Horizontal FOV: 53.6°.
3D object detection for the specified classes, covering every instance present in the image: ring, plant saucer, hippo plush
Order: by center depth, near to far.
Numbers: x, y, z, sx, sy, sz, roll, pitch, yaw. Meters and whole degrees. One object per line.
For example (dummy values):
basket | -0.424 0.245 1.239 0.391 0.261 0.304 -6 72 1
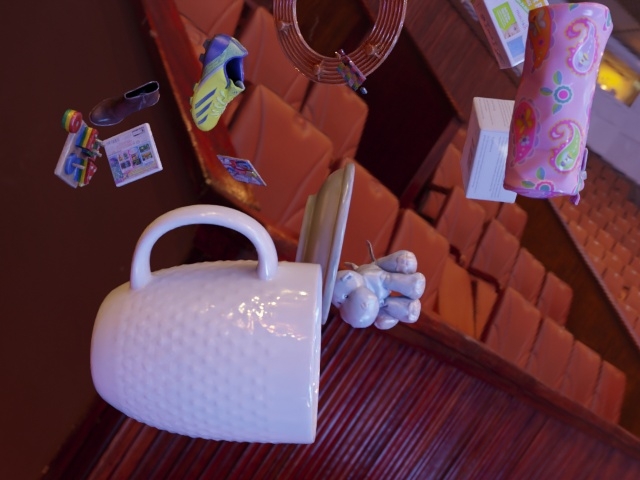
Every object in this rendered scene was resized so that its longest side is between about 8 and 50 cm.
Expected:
ring | 0.027 -0.502 1.349 0.336 0.337 0.032 35 28 24
plant saucer | 0.000 0.000 1.550 0.100 0.401 0.400 11 3 0
hippo plush | 0.142 0.123 1.812 0.236 0.234 0.294 -4 55 -50

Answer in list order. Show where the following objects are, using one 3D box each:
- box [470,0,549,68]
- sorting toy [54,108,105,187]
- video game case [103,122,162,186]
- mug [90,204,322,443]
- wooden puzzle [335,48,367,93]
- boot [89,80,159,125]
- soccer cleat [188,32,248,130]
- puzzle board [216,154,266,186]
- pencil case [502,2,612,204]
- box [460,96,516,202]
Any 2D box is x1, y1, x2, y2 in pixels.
box | 0.382 -0.464 1.271 0.203 0.114 0.103 62 8 -10
sorting toy | -0.526 -0.186 1.413 0.046 0.132 0.274 18 -9 -3
video game case | -0.555 -0.252 1.870 0.019 0.157 0.143 -11 83 -74
mug | -0.166 0.123 0.969 0.327 0.374 0.276 2 25 2
wooden puzzle | 0.050 -0.278 1.056 0.083 0.006 0.049 49 -18 -4
boot | -0.664 -0.470 2.138 0.090 0.248 0.207 67 -15 -6
soccer cleat | -0.256 -0.381 1.607 0.121 0.289 0.093 31 44 7
puzzle board | -0.208 -0.181 1.661 0.128 0.011 0.096 16 -29 41
pencil case | 0.346 -0.199 0.934 0.124 0.284 0.124 6 9 -1
box | 0.406 -0.214 1.484 0.119 0.181 0.182 7 36 3
